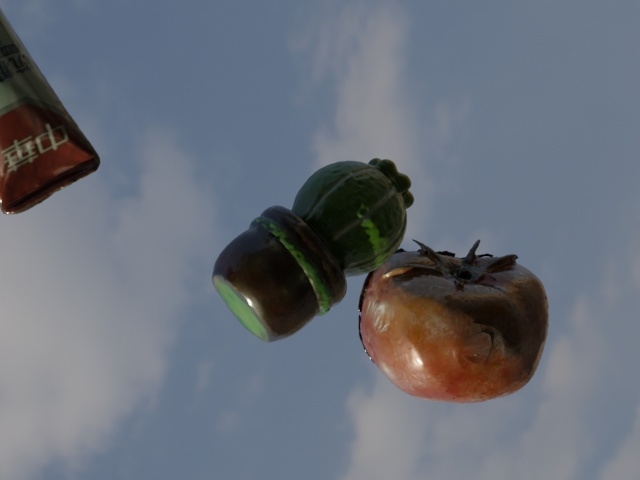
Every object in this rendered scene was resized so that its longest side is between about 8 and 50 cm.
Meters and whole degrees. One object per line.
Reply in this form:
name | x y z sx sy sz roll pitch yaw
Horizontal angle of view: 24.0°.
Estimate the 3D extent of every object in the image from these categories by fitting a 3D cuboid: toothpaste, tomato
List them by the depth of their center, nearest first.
toothpaste | -0.205 -0.126 0.863 0.062 0.239 0.039 -29 -12 -6
tomato | 0.161 0.100 1.702 0.214 0.155 0.180 0 -79 -10

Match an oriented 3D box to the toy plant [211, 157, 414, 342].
toy plant | 0.000 0.000 1.128 0.162 0.093 0.092 -41 -50 -15
